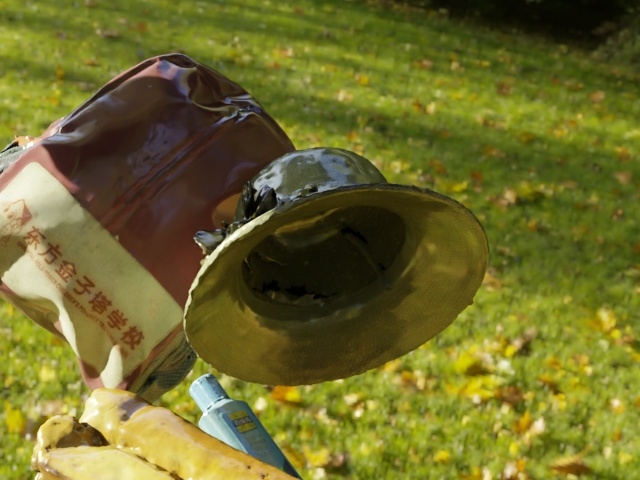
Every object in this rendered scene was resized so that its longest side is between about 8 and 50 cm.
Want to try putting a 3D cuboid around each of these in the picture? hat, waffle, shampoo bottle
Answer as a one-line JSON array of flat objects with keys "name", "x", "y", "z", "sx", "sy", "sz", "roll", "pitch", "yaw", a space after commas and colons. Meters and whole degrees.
[{"name": "hat", "x": 0.000, "y": 0.000, "z": 0.878, "sx": 0.257, "sy": 0.257, "sz": 0.130, "roll": 0, "pitch": 48, "yaw": -22}, {"name": "waffle", "x": -0.047, "y": 0.248, "z": 0.721, "sx": 0.327, "sy": 0.224, "sz": 0.098, "roll": 19, "pitch": 45, "yaw": 30}, {"name": "shampoo bottle", "x": -0.129, "y": 0.326, "z": 1.710, "sx": 0.104, "sy": 0.061, "sz": 0.258, "roll": -5, "pitch": 46, "yaw": -47}]

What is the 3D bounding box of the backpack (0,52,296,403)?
[{"name": "backpack", "x": -0.173, "y": -0.027, "z": 1.028, "sx": 0.283, "sy": 0.317, "sz": 0.197, "roll": 44, "pitch": -16, "yaw": -1}]
